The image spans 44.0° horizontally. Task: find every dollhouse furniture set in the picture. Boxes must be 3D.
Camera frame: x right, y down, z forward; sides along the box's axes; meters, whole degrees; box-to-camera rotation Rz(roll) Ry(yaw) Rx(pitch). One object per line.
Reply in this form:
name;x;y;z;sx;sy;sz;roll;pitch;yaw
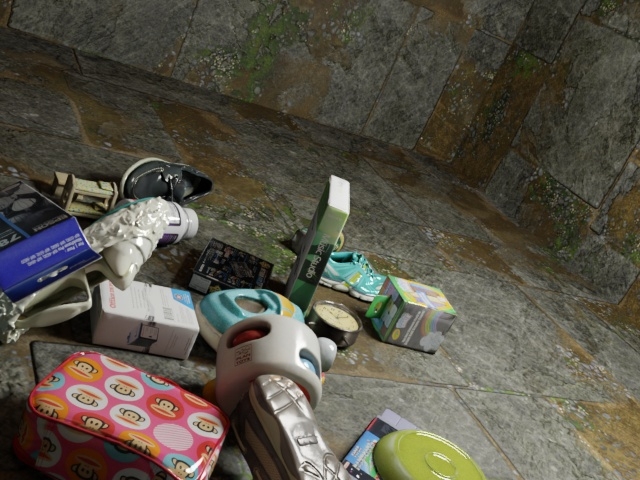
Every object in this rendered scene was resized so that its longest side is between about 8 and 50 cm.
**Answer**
dollhouse furniture set;-0.547;-0.123;1.949;0.181;0.101;0.161;10;25;-35

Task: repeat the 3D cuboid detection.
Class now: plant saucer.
plant saucer;0.213;0.420;1.439;0.240;0.037;0.241;22;21;-9

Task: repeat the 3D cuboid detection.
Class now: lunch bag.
lunch bag;-0.293;0.285;1.229;0.293;0.120;0.258;25;20;2

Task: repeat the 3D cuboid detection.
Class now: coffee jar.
coffee jar;0.000;0.000;2.306;0.096;0.079;0.184;33;22;20

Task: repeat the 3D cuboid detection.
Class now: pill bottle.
pill bottle;-0.396;-0.043;1.921;0.193;0.108;0.108;2;31;-48

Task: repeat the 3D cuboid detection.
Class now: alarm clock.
alarm clock;0.036;0.195;1.899;0.129;0.064;0.192;27;23;6

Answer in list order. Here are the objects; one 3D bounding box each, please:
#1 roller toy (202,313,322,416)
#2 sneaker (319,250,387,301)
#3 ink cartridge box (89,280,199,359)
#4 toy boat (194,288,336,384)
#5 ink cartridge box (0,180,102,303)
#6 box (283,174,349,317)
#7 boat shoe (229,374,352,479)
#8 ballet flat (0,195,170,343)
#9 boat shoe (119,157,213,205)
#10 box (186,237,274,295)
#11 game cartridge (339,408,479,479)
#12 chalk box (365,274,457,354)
roller toy;-0.096;0.242;1.434;0.209;0.191;0.146;12;42;-15
sneaker;0.096;0.089;2.158;0.275;0.110;0.107;19;21;-19
ink cartridge box;-0.347;0.148;1.552;0.190;0.082;0.140;13;24;-25
toy boat;-0.092;0.193;1.640;0.267;0.148;0.318;0;31;-48
ink cartridge box;-0.528;-0.008;1.384;0.165;0.065;0.332;-31;36;-29
box;-0.013;0.027;1.882;0.058;0.322;0.232;19;22;-5
boat shoe;-0.040;0.389;1.264;0.132;0.130;0.356;14;41;-48
ballet flat;-0.430;0.063;1.453;0.408;0.147;0.147;-31;52;-27
boat shoe;-0.402;-0.145;2.138;0.113;0.127;0.340;20;8;20
box;-0.212;0.083;1.906;0.175;0.051;0.220;23;21;-5
game cartridge;0.151;0.443;1.444;0.230;0.068;0.355;34;22;12
chalk box;0.213;0.184;2.029;0.213;0.132;0.132;17;22;-23
